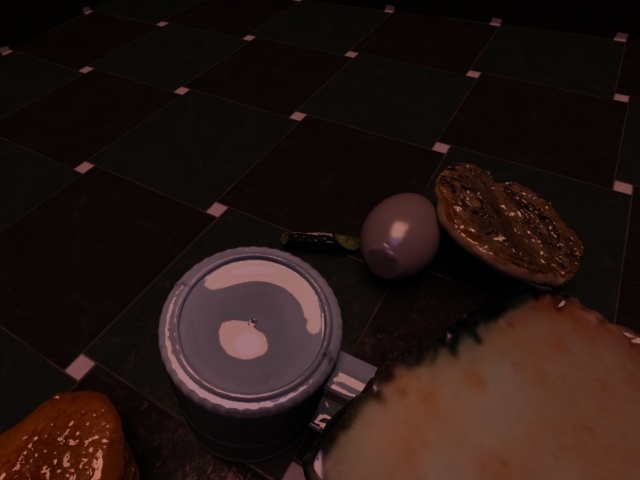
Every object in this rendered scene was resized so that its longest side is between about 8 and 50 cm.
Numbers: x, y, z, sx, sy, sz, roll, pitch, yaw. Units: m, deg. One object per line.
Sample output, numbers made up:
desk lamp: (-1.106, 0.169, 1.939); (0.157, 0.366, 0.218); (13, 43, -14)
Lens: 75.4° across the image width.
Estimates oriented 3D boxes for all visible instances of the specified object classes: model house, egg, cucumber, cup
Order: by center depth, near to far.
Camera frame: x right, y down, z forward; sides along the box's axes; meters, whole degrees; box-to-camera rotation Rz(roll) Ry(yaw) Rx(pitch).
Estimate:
model house: (0.225, 0.346, 0.498); (0.395, 0.399, 0.445); (35, 45, 30)
cup: (-0.088, 0.212, 0.645); (0.257, 0.311, 0.331); (-29, 64, -26)
egg: (0.186, -0.016, 0.940); (0.176, 0.176, 0.232); (21, 53, 20)
cucumber: (0.000, 0.000, 1.016); (0.220, 0.070, 0.046); (2, 78, 7)

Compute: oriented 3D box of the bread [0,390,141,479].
bread: (-0.416, 0.382, 0.650); (0.269, 0.145, 0.268); (-4, 47, 5)

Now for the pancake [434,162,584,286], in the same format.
pancake: (0.426, -0.048, 0.944); (0.382, 0.071, 0.382); (16, 42, -15)
